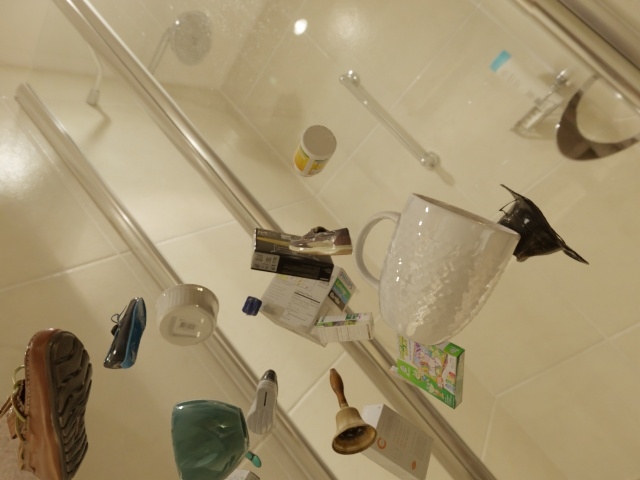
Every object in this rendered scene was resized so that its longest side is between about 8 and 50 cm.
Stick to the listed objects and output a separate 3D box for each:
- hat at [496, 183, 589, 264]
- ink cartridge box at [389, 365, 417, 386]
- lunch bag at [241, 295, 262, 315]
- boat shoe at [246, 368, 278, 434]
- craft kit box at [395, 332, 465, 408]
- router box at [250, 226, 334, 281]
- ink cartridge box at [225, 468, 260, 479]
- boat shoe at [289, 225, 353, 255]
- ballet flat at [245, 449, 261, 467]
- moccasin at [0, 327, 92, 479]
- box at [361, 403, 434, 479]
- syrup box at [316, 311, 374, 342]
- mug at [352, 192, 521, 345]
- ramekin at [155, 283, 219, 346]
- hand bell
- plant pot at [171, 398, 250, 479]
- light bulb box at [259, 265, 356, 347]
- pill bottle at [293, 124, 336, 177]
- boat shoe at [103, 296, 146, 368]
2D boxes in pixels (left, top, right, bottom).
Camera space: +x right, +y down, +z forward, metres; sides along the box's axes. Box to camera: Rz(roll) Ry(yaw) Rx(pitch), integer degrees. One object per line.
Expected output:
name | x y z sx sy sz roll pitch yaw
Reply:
hat | 0.579 -0.017 1.133 0.134 0.331 0.331 -43 -10 20
ink cartridge box | 0.435 0.668 1.899 0.045 0.146 0.179 -61 24 -8
lunch bag | -0.338 0.322 1.944 0.098 0.067 0.065 -69 -24 -12
boat shoe | -0.229 0.689 1.696 0.119 0.121 0.334 -68 -3 -60
craft kit box | 0.376 0.425 1.392 0.061 0.247 0.249 -27 -58 -30
router box | -0.118 0.053 1.586 0.243 0.309 0.080 -108 31 -66
ink cartridge box | -0.407 1.094 1.608 0.330 0.071 0.324 -53 6 -37
boat shoe | 0.000 0.000 1.280 0.103 0.092 0.285 3 -1 -36
ballet flat | -0.298 0.980 1.797 0.041 0.115 0.041 -25 -57 -45
moccasin | -0.526 0.316 0.757 0.139 0.147 0.379 -87 15 -55
box | 0.356 0.993 1.958 0.168 0.345 0.214 -39 17 51
syrup box | 0.114 0.382 1.755 0.237 0.096 0.093 -9 11 14
mug | 0.253 0.061 1.026 0.276 0.374 0.327 -5 -62 -59
ramekin | -0.590 0.339 1.768 0.277 0.277 0.135 -44 32 15
hand bell | 0.066 0.464 1.145 0.126 0.126 0.242 -43 30 13
plant pot | -0.344 0.647 1.310 0.196 0.289 0.290 -16 -15 -9
light bulb box | -0.070 0.293 2.051 0.360 0.358 0.225 -59 -37 -19
pill bottle | -0.027 -0.288 1.337 0.118 0.117 0.208 -38 -2 -18
boat shoe | -0.606 0.273 1.229 0.089 0.258 0.108 -9 -56 -3
